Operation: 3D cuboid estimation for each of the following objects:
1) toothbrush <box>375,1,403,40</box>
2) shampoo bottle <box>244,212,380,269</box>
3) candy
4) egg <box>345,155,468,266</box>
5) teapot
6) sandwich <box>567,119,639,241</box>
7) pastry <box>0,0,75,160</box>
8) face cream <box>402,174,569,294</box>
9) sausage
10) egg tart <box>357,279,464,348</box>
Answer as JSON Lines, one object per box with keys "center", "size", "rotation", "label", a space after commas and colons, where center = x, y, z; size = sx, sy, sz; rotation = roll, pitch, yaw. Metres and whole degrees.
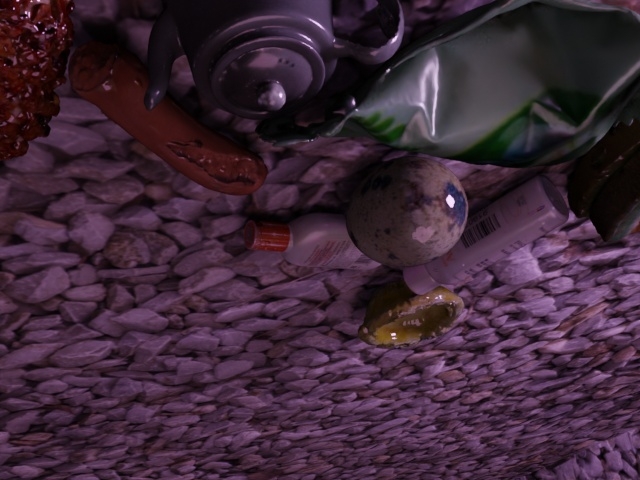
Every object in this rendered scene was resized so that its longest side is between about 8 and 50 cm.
{"center": [0.033, -0.278, 0.663], "size": [0.026, 0.028, 0.294], "rotation": [-20, 144, 9], "label": "toothbrush"}
{"center": [0.000, 0.000, 1.081], "size": [0.220, 0.051, 0.108], "rotation": [5, 146, -28], "label": "shampoo bottle"}
{"center": [0.132, -0.139, 0.774], "size": [0.397, 0.172, 0.263], "rotation": [-14, -179, -3], "label": "candy"}
{"center": [0.107, -0.035, 0.981], "size": [0.141, 0.141, 0.181], "rotation": [9, 162, -33], "label": "egg"}
{"center": [-0.044, -0.177, 0.675], "size": [0.239, 0.149, 0.162], "rotation": [-12, 148, -1], "label": "teapot"}
{"center": [0.477, -0.099, 1.047], "size": [0.212, 0.109, 0.292], "rotation": [16, 139, -39], "label": "sandwich"}
{"center": [-0.278, -0.160, 0.661], "size": [0.115, 0.097, 0.208], "rotation": [5, 143, -25], "label": "pastry"}
{"center": [0.239, 0.002, 1.150], "size": [0.269, 0.082, 0.082], "rotation": [-34, 144, 31], "label": "face cream"}
{"center": [-0.150, -0.115, 0.811], "size": [0.078, 0.078, 0.304], "rotation": [-25, 148, 19], "label": "sausage"}
{"center": [0.156, 0.121, 1.309], "size": [0.197, 0.078, 0.197], "rotation": [-9, 155, -5], "label": "egg tart"}
